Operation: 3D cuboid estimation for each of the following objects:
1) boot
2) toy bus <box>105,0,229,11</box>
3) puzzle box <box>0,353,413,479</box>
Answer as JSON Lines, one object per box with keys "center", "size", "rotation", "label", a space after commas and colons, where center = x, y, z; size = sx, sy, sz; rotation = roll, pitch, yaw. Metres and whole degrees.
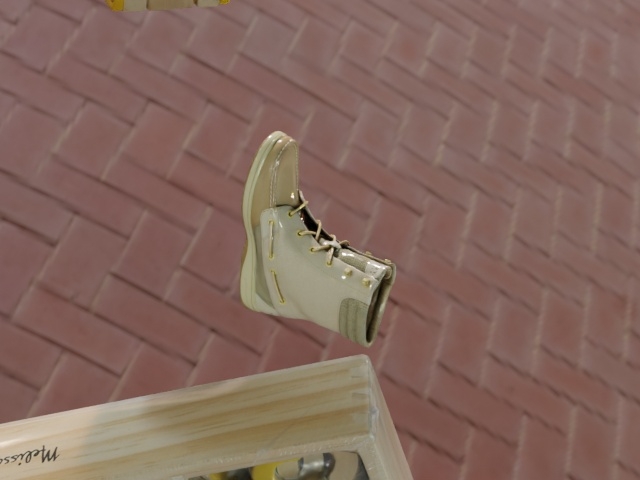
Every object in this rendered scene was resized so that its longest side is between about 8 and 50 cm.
{"center": [0.000, 0.000, 1.463], "size": [0.165, 0.213, 0.077], "rotation": [19, 30, 25], "label": "boot"}
{"center": [-0.111, -0.261, 0.971], "size": [0.191, 0.202, 0.104], "rotation": [43, 7, -44], "label": "toy bus"}
{"center": [-0.137, 0.205, 0.746], "size": [0.409, 0.272, 0.052], "rotation": [-12, 41, 10], "label": "puzzle box"}
